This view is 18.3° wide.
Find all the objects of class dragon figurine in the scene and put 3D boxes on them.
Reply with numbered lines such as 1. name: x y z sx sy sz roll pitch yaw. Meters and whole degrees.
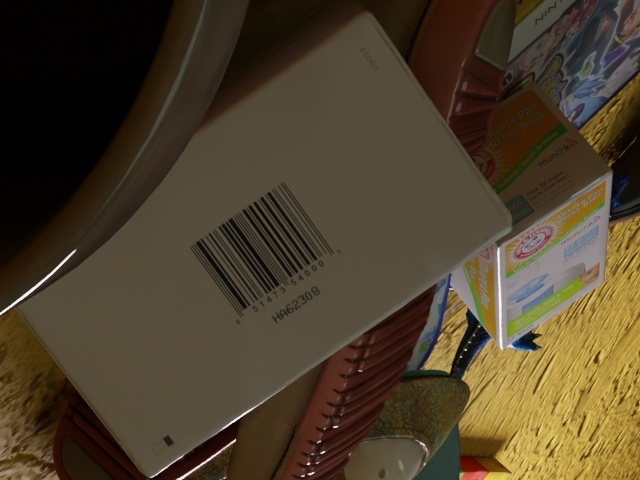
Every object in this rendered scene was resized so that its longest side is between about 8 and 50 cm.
1. dragon figurine: 0.175 0.042 1.839 0.289 0.085 0.144 -49 158 -3

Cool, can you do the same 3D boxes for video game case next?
1. video game case: 0.204 -0.162 1.629 0.248 0.035 0.275 -43 157 -16

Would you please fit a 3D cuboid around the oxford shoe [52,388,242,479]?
1. oxford shoe: -0.044 0.067 1.424 0.348 0.123 0.130 -43 164 -11

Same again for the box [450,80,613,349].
1. box: 0.158 -0.017 1.600 0.114 0.103 0.203 -32 155 -11

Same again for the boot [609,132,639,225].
1. boot: 0.328 -0.110 1.933 0.219 0.082 0.106 -38 134 -16

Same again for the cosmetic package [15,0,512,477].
1. cosmetic package: -0.042 -0.022 1.064 0.224 0.138 0.224 -35 -167 3

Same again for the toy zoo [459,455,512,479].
1. toy zoo: 0.123 0.329 2.280 0.192 0.030 0.293 -53 158 9

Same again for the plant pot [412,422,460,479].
1. plant pot: 0.021 0.216 1.739 0.166 0.165 0.234 -26 143 -45

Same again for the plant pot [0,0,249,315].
1. plant pot: -0.148 -0.133 0.710 0.323 0.323 0.280 -56 173 16

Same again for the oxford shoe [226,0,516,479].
1. oxford shoe: 0.000 0.000 1.285 0.140 0.146 0.397 -17 128 -70

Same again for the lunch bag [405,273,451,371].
1. lunch bag: 0.034 0.067 1.601 0.129 0.096 0.151 -31 161 -38

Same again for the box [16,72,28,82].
1. box: -0.083 -0.183 0.926 0.257 0.128 0.122 -52 158 7

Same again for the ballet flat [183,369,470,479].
1. ballet flat: -0.023 0.182 1.505 0.349 0.123 0.123 -6 137 -30
